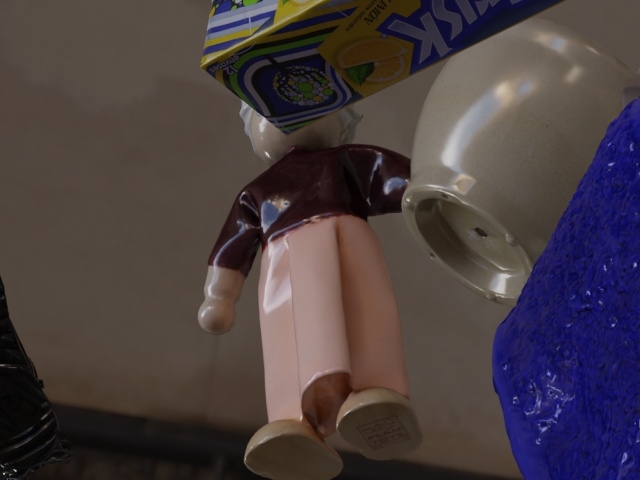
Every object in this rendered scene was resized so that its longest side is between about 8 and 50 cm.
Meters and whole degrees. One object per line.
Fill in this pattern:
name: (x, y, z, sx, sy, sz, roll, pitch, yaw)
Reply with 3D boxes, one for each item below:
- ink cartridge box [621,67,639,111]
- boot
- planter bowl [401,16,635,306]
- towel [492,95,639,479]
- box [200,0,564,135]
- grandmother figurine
ink cartridge box: (0.293, -0.006, 0.775, 0.197, 0.270, 0.198, -40, -53, -45)
boot: (-0.146, 0.052, 0.812, 0.121, 0.045, 0.099, 61, 169, 4)
planter bowl: (0.115, -0.032, 1.068, 0.109, 0.162, 0.162, -50, -7, -22)
towel: (0.143, -0.028, 0.540, 0.228, 0.076, 0.308, -107, 37, -56)
box: (0.035, -0.104, 0.710, 0.169, 0.054, 0.059, -24, 45, 36)
grandmother figurine: (0.000, 0.000, 1.362, 0.104, 0.207, 0.342, 66, -169, -52)
